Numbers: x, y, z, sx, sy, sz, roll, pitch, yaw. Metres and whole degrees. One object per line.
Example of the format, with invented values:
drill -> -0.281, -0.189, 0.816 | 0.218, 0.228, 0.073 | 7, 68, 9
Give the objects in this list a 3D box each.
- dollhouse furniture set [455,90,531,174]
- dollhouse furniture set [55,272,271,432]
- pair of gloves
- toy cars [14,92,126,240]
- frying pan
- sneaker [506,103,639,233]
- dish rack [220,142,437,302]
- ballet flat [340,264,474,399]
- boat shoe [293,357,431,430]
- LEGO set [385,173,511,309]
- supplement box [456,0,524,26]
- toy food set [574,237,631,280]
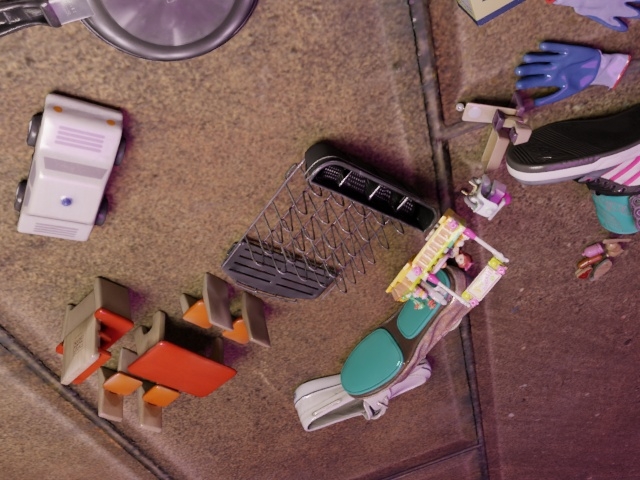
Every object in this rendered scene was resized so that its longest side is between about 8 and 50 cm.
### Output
dollhouse furniture set -> 0.210, -0.127, 0.811 | 0.081, 0.090, 0.114 | 5, 136, -3
dollhouse furniture set -> -0.238, 0.171, 0.897 | 0.262, 0.135, 0.259 | -39, 133, 19
pair of gloves -> 0.325, -0.253, 0.761 | 0.160, 0.023, 0.198 | -2, 133, -16
toy cars -> -0.374, -0.014, 0.703 | 0.394, 0.087, 0.176 | -26, 136, 7
frying pan -> -0.206, -0.249, 0.564 | 0.327, 0.053, 0.197 | -5, 134, -19
sneaker -> 0.402, -0.086, 0.887 | 0.296, 0.123, 0.178 | -14, 126, -7
dish rack -> 0.000, 0.000, 0.858 | 0.208, 0.074, 0.271 | 22, 123, -34
ballet flat -> 0.159, 0.170, 1.063 | 0.106, 0.107, 0.316 | 12, 129, -38
boat shoe -> 0.086, 0.289, 1.158 | 0.268, 0.088, 0.096 | -10, 138, -10
LEGO set -> 0.177, 0.047, 0.875 | 0.107, 0.132, 0.287 | 37, 137, 7
supplement box -> 0.180, -0.288, 0.649 | 0.083, 0.056, 0.083 | -28, 136, 8
toy food set -> 0.489, 0.030, 1.100 | 0.078, 0.019, 0.122 | -2, 141, -17
